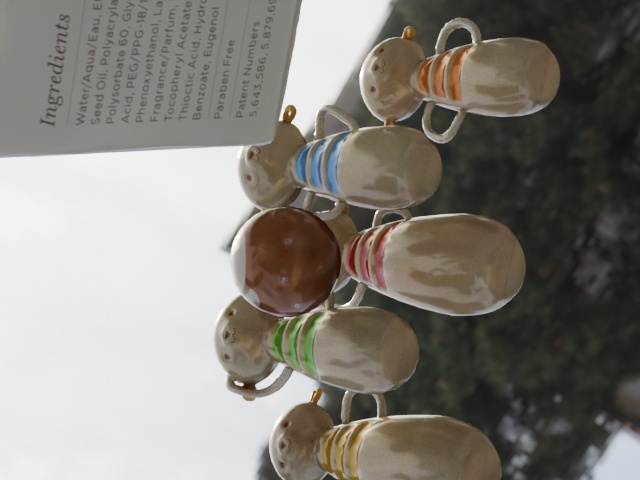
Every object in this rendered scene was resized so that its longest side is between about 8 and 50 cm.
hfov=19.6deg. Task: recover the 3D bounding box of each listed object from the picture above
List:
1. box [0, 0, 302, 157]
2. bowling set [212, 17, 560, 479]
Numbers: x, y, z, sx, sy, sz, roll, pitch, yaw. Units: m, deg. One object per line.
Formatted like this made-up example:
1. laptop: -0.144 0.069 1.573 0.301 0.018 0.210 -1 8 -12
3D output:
1. box: -0.094 -0.143 0.631 0.119 0.182 0.181 -5 -153 -35
2. bowling set: 0.000 0.000 0.978 0.154 0.287 0.200 4 170 43
